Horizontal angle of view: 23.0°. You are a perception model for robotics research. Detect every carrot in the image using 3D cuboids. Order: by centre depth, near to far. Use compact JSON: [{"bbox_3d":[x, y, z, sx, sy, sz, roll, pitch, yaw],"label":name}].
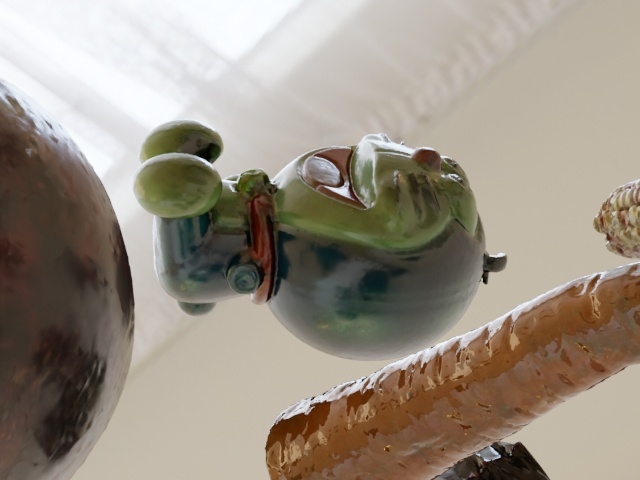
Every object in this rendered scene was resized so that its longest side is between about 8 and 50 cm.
[{"bbox_3d":[0.063,0.052,0.589,0.224,0.057,0.057,-34,-150,44],"label":"carrot"}]

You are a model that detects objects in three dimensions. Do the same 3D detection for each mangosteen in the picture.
[{"bbox_3d":[-0.262,0.010,0.857,0.306,0.306,0.359,-36,-117,36],"label":"mangosteen"}]

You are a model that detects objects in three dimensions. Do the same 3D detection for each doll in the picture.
[{"bbox_3d":[0.000,0.000,1.327,0.198,0.322,0.186,-85,-178,-65],"label":"doll"}]

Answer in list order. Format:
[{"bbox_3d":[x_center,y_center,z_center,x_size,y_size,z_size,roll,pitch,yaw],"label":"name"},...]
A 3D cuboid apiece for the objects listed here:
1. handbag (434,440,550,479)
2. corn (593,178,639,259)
[{"bbox_3d":[0.071,0.232,0.966,0.169,0.155,0.215,-29,159,-17],"label":"handbag"},{"bbox_3d":[0.271,-0.028,1.002,0.237,0.079,0.079,-12,-134,52],"label":"corn"}]
